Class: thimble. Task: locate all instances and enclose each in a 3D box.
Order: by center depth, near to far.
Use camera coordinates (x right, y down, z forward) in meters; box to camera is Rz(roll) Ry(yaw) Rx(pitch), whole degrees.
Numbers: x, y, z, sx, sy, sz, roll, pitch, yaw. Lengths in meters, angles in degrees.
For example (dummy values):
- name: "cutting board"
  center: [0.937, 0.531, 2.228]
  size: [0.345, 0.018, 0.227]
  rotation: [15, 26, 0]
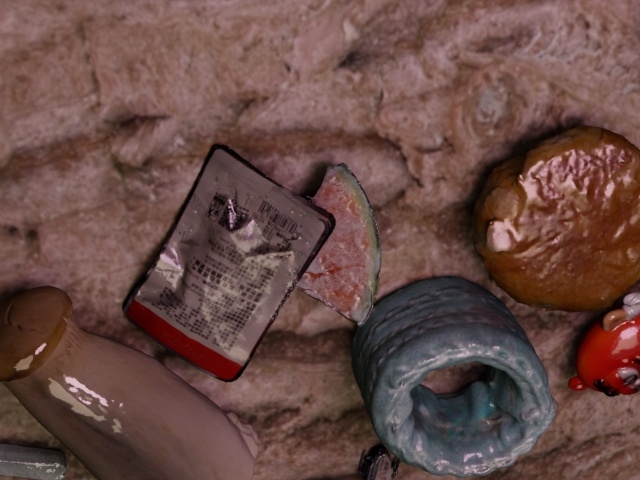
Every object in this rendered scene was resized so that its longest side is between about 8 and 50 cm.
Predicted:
- name: "thimble"
  center: [0.156, 0.158, 1.550]
  size: [0.235, 0.143, 0.198]
  rotation: [15, 115, -21]

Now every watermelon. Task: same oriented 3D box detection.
- name: "watermelon"
  center: [0.000, 0.000, 1.479]
  size: [0.139, 0.071, 0.187]
  rotation: [-2, 108, 10]

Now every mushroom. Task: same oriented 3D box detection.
- name: "mushroom"
  center: [-0.206, 0.203, 1.508]
  size: [0.154, 0.137, 0.407]
  rotation: [-26, 128, 18]

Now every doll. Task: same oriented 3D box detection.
- name: "doll"
  center: [0.378, 0.107, 1.595]
  size: [0.217, 0.085, 0.183]
  rotation: [-38, 138, 4]

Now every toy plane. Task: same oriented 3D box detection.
- name: "toy plane"
  center: [0.072, 0.293, 1.671]
  size: [0.049, 0.031, 0.121]
  rotation: [2, 116, -22]

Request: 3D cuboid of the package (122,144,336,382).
- name: "package"
  center: [-0.103, 0.030, 1.462]
  size: [0.154, 0.030, 0.239]
  rotation: [33, 110, 1]

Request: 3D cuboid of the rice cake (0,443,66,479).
- name: "rice cake"
  center: [-0.373, 0.248, 1.552]
  size: [0.170, 0.033, 0.029]
  rotation: [8, 120, -17]

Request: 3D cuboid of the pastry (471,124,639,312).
- name: "pastry"
  center: [0.277, -0.018, 1.502]
  size: [0.218, 0.100, 0.229]
  rotation: [-28, 115, -1]
